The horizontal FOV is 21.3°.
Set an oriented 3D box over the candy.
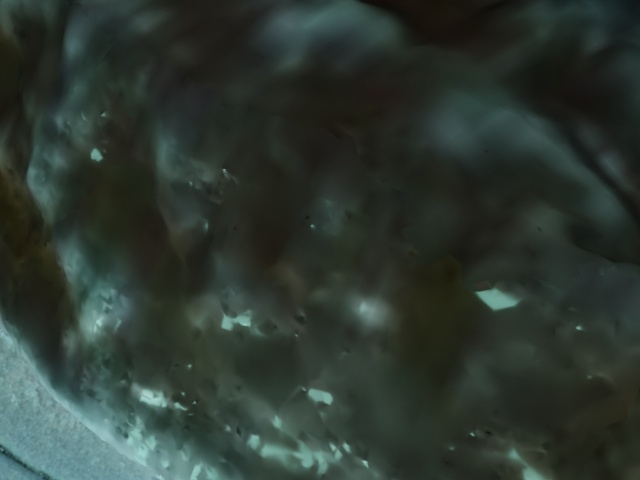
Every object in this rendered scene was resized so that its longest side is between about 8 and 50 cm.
[{"bbox_3d":[0.032,-0.012,0.428,0.290,0.157,0.214,31,-151,23],"label":"candy"}]
